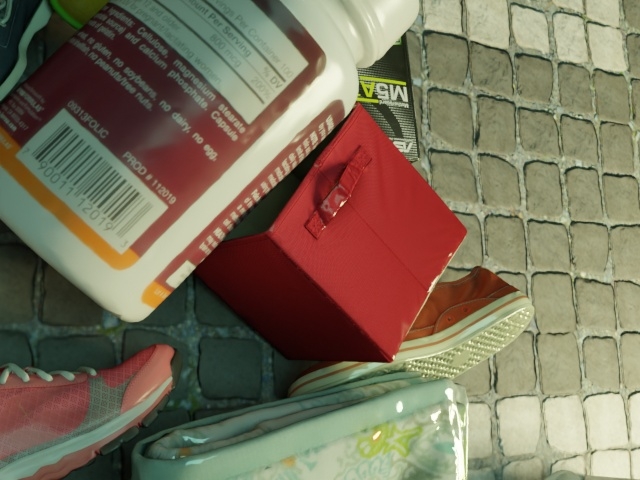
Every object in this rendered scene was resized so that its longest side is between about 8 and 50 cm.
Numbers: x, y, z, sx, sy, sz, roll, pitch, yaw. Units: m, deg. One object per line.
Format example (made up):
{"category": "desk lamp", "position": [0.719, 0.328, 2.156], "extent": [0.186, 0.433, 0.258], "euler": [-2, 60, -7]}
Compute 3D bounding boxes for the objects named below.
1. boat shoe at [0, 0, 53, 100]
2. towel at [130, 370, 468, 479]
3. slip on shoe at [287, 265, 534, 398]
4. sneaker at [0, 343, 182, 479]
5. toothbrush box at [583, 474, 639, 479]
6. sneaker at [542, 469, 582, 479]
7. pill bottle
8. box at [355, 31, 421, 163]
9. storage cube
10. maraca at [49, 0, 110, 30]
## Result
{"category": "boat shoe", "position": [-0.307, -0.185, 0.761], "extent": [0.079, 0.095, 0.254], "euler": [51, 30, -36]}
{"category": "towel", "position": [-0.004, 0.312, 0.843], "extent": [0.375, 0.090, 0.320], "euler": [-7, 101, -32]}
{"category": "slip on shoe", "position": [0.100, 0.121, 0.997], "extent": [0.331, 0.123, 0.101], "euler": [-23, 53, -25]}
{"category": "sneaker", "position": [-0.266, 0.154, 0.754], "extent": [0.314, 0.116, 0.136], "euler": [-30, 95, -32]}
{"category": "toothbrush box", "position": [0.381, 0.444, 1.022], "extent": [0.126, 0.216, 0.295], "euler": [45, 60, -16]}
{"category": "sneaker", "position": [0.277, 0.408, 0.984], "extent": [0.305, 0.152, 0.114], "euler": [-52, 142, -40]}
{"category": "pill bottle", "position": [-0.110, -0.137, 0.773], "extent": [0.392, 0.224, 0.224], "euler": [-46, 105, -7]}
{"category": "box", "position": [0.028, -0.187, 1.042], "extent": [0.191, 0.045, 0.184], "euler": [2, 76, -30]}
{"category": "storage cube", "position": [0.000, 0.000, 0.894], "extent": [0.193, 0.215, 0.183], "euler": [46, 60, -22]}
{"category": "maraca", "position": [-0.204, -0.285, 0.846], "extent": [0.127, 0.099, 0.185], "euler": [18, 71, -18]}
